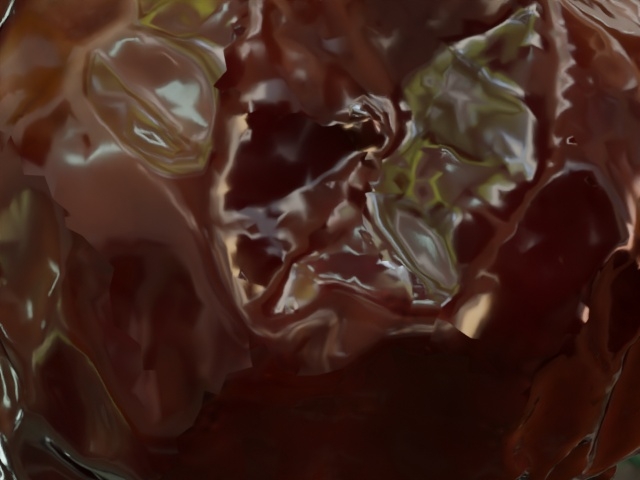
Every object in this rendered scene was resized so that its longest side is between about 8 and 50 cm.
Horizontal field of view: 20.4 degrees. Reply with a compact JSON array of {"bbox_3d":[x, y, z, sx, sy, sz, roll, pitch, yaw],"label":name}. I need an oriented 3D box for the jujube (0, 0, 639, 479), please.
[{"bbox_3d":[0.000,0.000,0.472,0.213,0.213,0.232,-31,-13,-17],"label":"jujube"}]
